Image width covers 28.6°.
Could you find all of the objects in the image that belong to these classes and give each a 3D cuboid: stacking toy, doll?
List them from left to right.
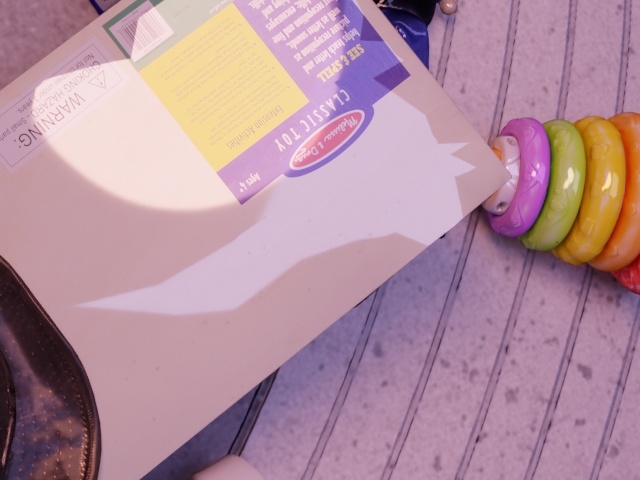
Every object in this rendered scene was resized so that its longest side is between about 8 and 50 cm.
[{"bbox_3d":[0.059,-0.199,1.077,0.129,0.046,0.189,8,81,-26],"label":"doll"},{"bbox_3d":[0.201,-0.047,1.086,0.302,0.166,0.175,8,94,-13],"label":"stacking toy"}]

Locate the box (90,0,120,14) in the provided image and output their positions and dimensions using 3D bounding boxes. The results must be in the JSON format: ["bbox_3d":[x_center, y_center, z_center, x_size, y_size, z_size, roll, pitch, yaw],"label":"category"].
[{"bbox_3d":[-0.121,-0.246,0.944,0.126,0.137,0.072,-41,103,-24],"label":"box"}]

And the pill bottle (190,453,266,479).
[{"bbox_3d":[-0.129,0.255,0.887,0.229,0.131,0.131,-32,98,-25],"label":"pill bottle"}]

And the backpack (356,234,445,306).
[{"bbox_3d":[0.000,0.000,0.985,0.182,0.152,0.115,-42,95,-12],"label":"backpack"}]

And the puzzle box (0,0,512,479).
[{"bbox_3d":[-0.103,-0.022,0.884,0.409,0.052,0.272,-38,89,-6],"label":"puzzle box"}]

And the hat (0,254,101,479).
[{"bbox_3d":[-0.286,0.111,0.738,0.331,0.134,0.331,3,78,-17],"label":"hat"}]
